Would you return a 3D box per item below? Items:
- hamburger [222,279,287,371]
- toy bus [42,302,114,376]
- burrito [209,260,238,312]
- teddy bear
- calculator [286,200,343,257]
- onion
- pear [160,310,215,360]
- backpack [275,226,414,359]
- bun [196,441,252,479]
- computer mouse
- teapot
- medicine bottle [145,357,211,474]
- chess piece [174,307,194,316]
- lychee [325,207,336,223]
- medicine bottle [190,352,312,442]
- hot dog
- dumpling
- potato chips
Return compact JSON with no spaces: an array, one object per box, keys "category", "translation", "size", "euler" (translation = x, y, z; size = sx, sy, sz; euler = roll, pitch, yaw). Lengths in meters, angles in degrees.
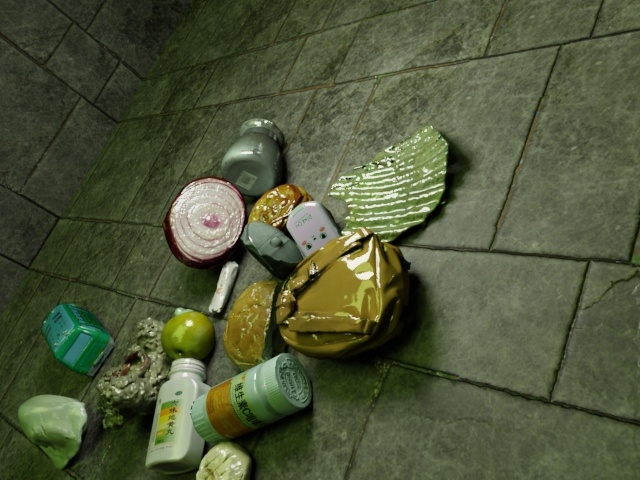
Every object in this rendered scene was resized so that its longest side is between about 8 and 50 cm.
[{"category":"hamburger","translation":[-0.187,0.252,1.838],"size":[0.211,0.132,0.308],"euler":[-10,56,36]},{"category":"toy bus","translation":[-0.983,0.383,2.456],"size":[0.344,0.199,0.183],"euler":[24,79,52]},{"category":"burrito","translation":[-0.331,0.161,2.106],"size":[0.064,0.064,0.203],"euler":[-8,57,41]},{"category":"teddy bear","translation":[-0.655,0.479,2.059],"size":[0.368,0.224,0.357],"euler":[-28,30,29]},{"category":"calculator","translation":[0.000,0.000,1.819],"size":[0.141,0.045,0.246],"euler":[-34,85,28]},{"category":"onion","translation":[-0.418,-0.054,2.194],"size":[0.260,0.282,0.336],"euler":[150,135,-69]},{"category":"pear","translation":[-0.421,0.305,2.020],"size":[0.180,0.166,0.216],"euler":[-38,8,30]},{"category":"backpack","translation":[0.062,0.147,1.621],"size":[0.378,0.201,0.353],"euler":[-14,53,34]},{"category":"bun","translation":[-0.260,0.625,1.629],"size":[0.164,0.111,0.188],"euler":[-14,48,35]},{"category":"computer mouse","translation":[-0.140,0.025,1.832],"size":[0.114,0.203,0.374],"euler":[-47,0,-6]},{"category":"teapot","translation":[-0.234,-0.300,2.311],"size":[0.224,0.305,0.285],"euler":[5,49,5]},{"category":"medicine bottle","translation":[-0.421,0.525,1.858],"size":[0.179,0.124,0.324],"euler":[-23,45,30]},{"category":"chess piece","translation":[-0.481,0.267,2.167],"size":[0.103,0.067,0.067],"euler":[15,71,57]},{"category":"lychee","translation":[-0.008,-0.044,1.907],"size":[0.123,0.123,0.129],"euler":[-39,56,15]},{"category":"medicine bottle","translation":[-0.194,0.437,1.674],"size":[0.318,0.158,0.158],"euler":[-29,43,25]},{"category":"hot dog","translation":[-0.152,-0.073,2.067],"size":[0.272,0.122,0.196],"euler":[-40,39,11]},{"category":"dumpling","translation":[-0.947,0.659,2.219],"size":[0.212,0.270,0.321],"euler":[-43,9,-25]},{"category":"potato chips","translation":[0.213,-0.175,1.805],"size":[0.389,0.097,0.373],"euler":[-32,42,17]}]
